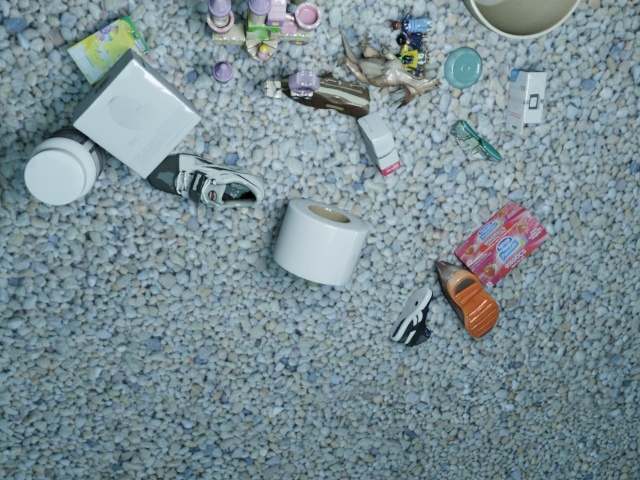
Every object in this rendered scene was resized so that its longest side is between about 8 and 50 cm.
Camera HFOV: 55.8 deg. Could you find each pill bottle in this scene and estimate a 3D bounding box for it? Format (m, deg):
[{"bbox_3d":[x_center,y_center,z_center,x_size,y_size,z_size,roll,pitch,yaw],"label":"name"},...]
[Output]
[{"bbox_3d":[-0.639,-0.189,1.521,0.162,0.278,0.162,-3,110,-9],"label":"pill bottle"}]

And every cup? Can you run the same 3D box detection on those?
[{"bbox_3d":[0.490,-0.702,1.574,0.331,0.237,0.331,-4,111,-9],"label":"cup"}]

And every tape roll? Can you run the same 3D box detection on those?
[{"bbox_3d":[0.000,0.000,1.738,0.246,0.246,0.169,14,106,-16],"label":"tape roll"}]

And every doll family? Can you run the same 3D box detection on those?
[{"bbox_3d":[0.248,-0.539,1.680,0.111,0.076,0.193,-2,106,-6],"label":"doll family"}]

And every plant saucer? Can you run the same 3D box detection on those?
[{"bbox_3d":[0.418,-0.498,1.753,0.119,0.021,0.119,-4,111,-9],"label":"plant saucer"}]

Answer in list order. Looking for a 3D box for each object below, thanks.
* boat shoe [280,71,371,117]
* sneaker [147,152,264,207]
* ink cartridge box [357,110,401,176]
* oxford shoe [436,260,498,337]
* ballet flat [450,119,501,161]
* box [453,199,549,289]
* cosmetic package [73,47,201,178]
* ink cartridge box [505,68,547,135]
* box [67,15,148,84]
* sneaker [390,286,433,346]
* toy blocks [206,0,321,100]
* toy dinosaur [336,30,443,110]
[{"bbox_3d":[0.016,-0.420,1.679,0.257,0.095,0.095,15,72,-16],"label":"boat shoe"},{"bbox_3d":[-0.314,-0.158,1.672,0.330,0.146,0.122,7,110,-12],"label":"sneaker"},{"bbox_3d":[0.167,-0.273,1.709,0.063,0.109,0.150,-27,143,0],"label":"ink cartridge box"},{"bbox_3d":[0.480,0.189,1.979,0.130,0.133,0.364,-37,131,-4],"label":"oxford shoe"},{"bbox_3d":[0.465,-0.288,1.827,0.188,0.070,0.070,38,99,-19],"label":"ballet flat"},{"bbox_3d":[0.569,0.012,1.916,0.257,0.128,0.122,-43,112,7],"label":"box"},{"bbox_3d":[-0.472,-0.325,1.559,0.224,0.138,0.224,-44,124,7],"label":"cosmetic package"},{"bbox_3d":[0.602,-0.407,1.779,0.060,0.104,0.180,-5,112,-11],"label":"ink cartridge box"},{"bbox_3d":[-0.542,-0.491,1.555,0.179,0.043,0.105,-29,113,2],"label":"box"},{"bbox_3d":[0.332,0.256,1.995,0.121,0.079,0.217,24,112,-22],"label":"sneaker"},{"bbox_3d":[-0.134,-0.522,1.460,0.288,0.260,0.309,-2,89,-11],"label":"toy blocks"},{"bbox_3d":[0.165,-0.455,1.654,0.295,0.200,0.127,34,99,23],"label":"toy dinosaur"}]
